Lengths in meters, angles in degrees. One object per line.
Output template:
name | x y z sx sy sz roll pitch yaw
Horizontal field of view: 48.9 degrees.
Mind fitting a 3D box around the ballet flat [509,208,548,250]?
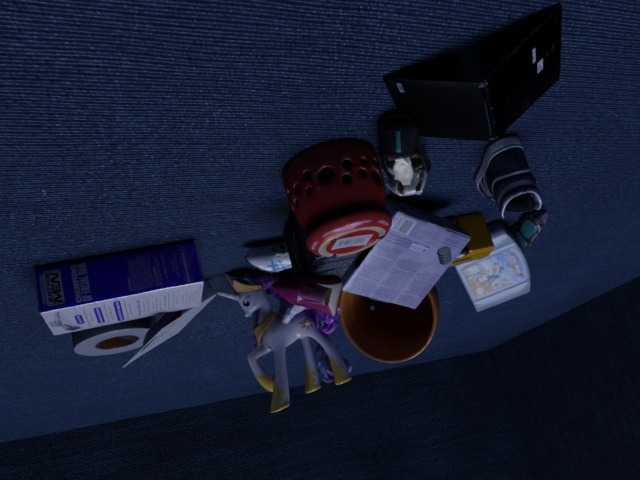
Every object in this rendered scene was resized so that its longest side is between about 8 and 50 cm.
ballet flat | 0.607 -0.029 2.057 0.079 0.077 0.221 -31 164 -18

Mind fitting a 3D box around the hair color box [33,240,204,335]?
hair color box | -0.435 0.106 1.552 0.338 0.110 0.185 -12 161 -17

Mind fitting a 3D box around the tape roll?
tape roll | -0.545 0.238 1.869 0.219 0.072 0.219 -13 160 -5

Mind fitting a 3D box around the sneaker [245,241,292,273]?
sneaker | -0.064 0.024 1.678 0.237 0.085 0.086 -3 131 -23

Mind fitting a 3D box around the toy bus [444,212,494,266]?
toy bus | 0.287 0.022 1.880 0.332 0.108 0.130 -14 162 -6

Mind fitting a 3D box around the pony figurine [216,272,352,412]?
pony figurine | -0.056 0.212 1.822 0.351 0.363 0.303 -19 175 -19

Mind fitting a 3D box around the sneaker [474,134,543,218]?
sneaker | 0.417 -0.106 1.567 0.099 0.153 0.282 -17 160 4

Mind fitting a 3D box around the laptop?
laptop | 0.270 -0.279 1.205 0.264 0.136 0.234 -44 157 2

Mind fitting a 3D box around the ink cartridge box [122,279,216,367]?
ink cartridge box | -0.382 0.202 1.740 0.189 0.066 0.232 -43 171 29

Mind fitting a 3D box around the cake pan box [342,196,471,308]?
cake pan box | 0.194 0.038 1.701 0.267 0.070 0.246 16 117 -35

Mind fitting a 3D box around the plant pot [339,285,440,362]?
plant pot | 0.224 0.191 2.064 0.291 0.291 0.203 -26 176 25

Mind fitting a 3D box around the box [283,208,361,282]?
box | 0.000 0.000 1.536 0.108 0.153 0.207 -10 161 -16

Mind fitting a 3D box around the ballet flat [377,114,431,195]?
ballet flat | 0.157 -0.142 1.351 0.095 0.096 0.280 -6 163 15

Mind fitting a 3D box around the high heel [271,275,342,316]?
high heel | -0.023 0.117 1.534 0.117 0.082 0.244 13 -179 12

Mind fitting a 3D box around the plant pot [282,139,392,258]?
plant pot | 0.039 -0.074 1.342 0.191 0.174 0.191 -15 158 -6

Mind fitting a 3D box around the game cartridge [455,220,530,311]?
game cartridge | 0.508 0.081 2.079 0.198 0.062 0.297 -21 129 16
